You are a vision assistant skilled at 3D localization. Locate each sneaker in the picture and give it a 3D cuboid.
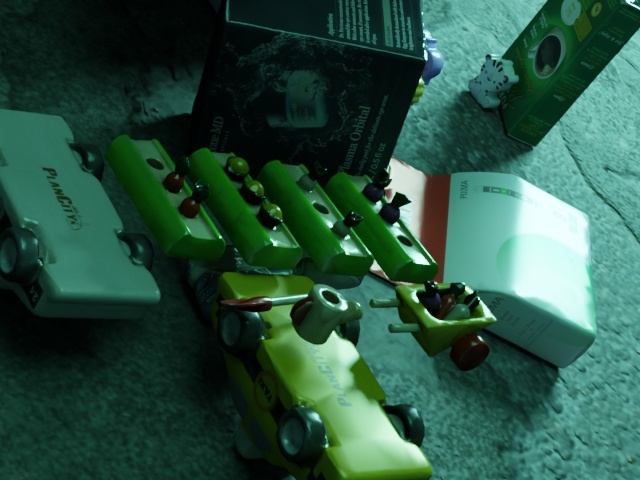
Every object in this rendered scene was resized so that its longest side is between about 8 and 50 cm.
[{"bbox_3d":[-0.031,0.038,1.085,0.135,0.052,0.058,-3,63,-18],"label":"sneaker"}]

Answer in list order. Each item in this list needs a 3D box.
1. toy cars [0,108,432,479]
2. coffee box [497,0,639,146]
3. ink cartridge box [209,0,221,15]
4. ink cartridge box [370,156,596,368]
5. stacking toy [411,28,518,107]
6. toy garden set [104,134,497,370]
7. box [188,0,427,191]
[{"bbox_3d":[-0.101,0.054,0.985,0.393,0.087,0.176,33,29,1],"label":"toy cars"},{"bbox_3d":[0.245,-0.195,1.484,0.040,0.184,0.113,21,36,-25],"label":"coffee box"},{"bbox_3d":[-0.040,-0.281,1.386,0.128,0.127,0.176,-2,50,-42],"label":"ink cartridge box"},{"bbox_3d":[0.132,-0.006,1.279,0.224,0.056,0.181,29,35,-13],"label":"ink cartridge box"},{"bbox_3d":[0.081,-0.216,1.482,0.167,0.052,0.221,-6,52,-45],"label":"stacking toy"},{"bbox_3d":[0.000,0.000,1.023,0.244,0.049,0.204,7,36,-42],"label":"toy garden set"},{"bbox_3d":[-0.014,-0.121,1.170,0.158,0.156,0.093,10,41,-10],"label":"box"}]
